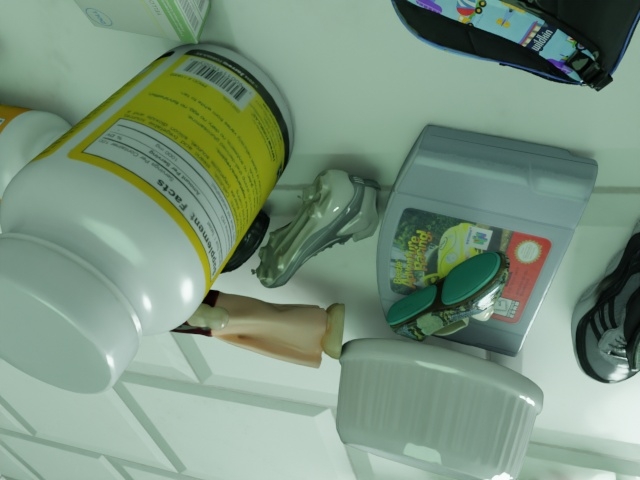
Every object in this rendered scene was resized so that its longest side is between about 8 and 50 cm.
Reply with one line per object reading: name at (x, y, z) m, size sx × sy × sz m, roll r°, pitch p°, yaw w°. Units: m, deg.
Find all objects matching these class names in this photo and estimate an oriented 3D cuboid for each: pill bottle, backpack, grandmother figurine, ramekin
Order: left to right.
pill bottle at (-0.400, -0.105, 0.700) m, size 0.245 × 0.136 × 0.137 m, roll 11°, pitch 135°, yaw 14°
pill bottle at (-0.165, -0.035, 0.515) m, size 0.187 × 0.334 × 0.188 m, roll 13°, pitch 135°, yaw 13°
grandmother figurine at (-0.143, 0.103, 0.724) m, size 0.341 × 0.104 × 0.208 m, roll 7°, pitch 165°, yaw -4°
ramekin at (0.143, 0.232, 0.712) m, size 0.272 × 0.127 × 0.273 m, roll 15°, pitch 158°, yaw 6°
backpack at (0.140, -0.204, 0.372) m, size 0.173 × 0.117 × 0.158 m, roll 16°, pitch 136°, yaw 9°

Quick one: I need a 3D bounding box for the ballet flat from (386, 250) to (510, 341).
ballet flat at (0.151, 0.068, 0.593) m, size 0.070 × 0.070 × 0.188 m, roll 37°, pitch 145°, yaw -12°

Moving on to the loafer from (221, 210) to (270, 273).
loafer at (-0.156, 0.006, 0.735) m, size 0.078 × 0.076 × 0.223 m, roll 39°, pitch 139°, yaw -28°

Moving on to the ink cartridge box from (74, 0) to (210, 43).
ink cartridge box at (-0.235, -0.266, 0.479) m, size 0.234 × 0.056 × 0.171 m, roll 12°, pitch 166°, yaw 11°

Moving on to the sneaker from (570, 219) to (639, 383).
sneaker at (0.329, 0.101, 0.548) m, size 0.101 × 0.153 × 0.269 m, roll 14°, pitch 135°, yaw 12°

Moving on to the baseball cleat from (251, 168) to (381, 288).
baseball cleat at (0.000, 0.000, 0.642) m, size 0.109 × 0.072 × 0.206 m, roll 9°, pitch 144°, yaw -28°

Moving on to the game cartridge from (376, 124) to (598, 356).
game cartridge at (0.164, 0.015, 0.618) m, size 0.195 × 0.060 × 0.295 m, roll 16°, pitch 136°, yaw 16°
